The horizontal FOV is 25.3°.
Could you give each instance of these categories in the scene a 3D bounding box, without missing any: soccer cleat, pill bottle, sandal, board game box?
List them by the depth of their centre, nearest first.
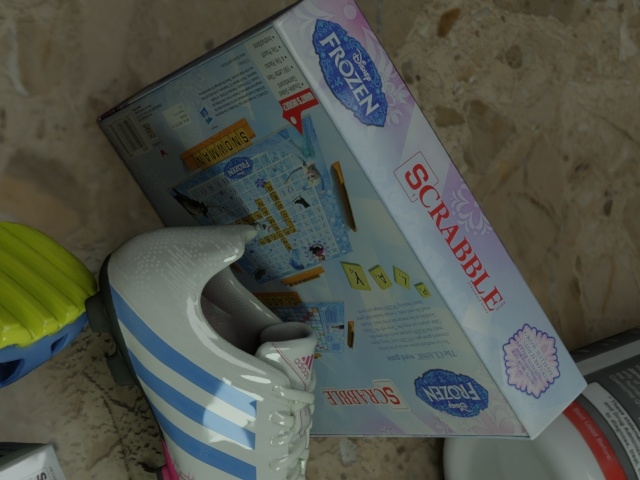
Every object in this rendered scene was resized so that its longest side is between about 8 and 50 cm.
[{"bbox_3d":[-0.290,0.088,0.990,0.126,0.138,0.317,41,43,22],"label":"sandal"},{"bbox_3d":[0.000,0.000,1.036,0.066,0.318,0.318,-38,102,-27],"label":"board game box"},{"bbox_3d":[-0.052,0.139,1.053,0.143,0.116,0.331,-17,110,15],"label":"soccer cleat"},{"bbox_3d":[0.305,0.175,1.237,0.362,0.210,0.210,-16,91,-28],"label":"pill bottle"}]

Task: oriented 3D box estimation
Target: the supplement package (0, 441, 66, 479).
[{"bbox_3d":[-0.280,0.247,0.958,0.244,0.134,0.139,-24,95,-28],"label":"supplement package"}]
